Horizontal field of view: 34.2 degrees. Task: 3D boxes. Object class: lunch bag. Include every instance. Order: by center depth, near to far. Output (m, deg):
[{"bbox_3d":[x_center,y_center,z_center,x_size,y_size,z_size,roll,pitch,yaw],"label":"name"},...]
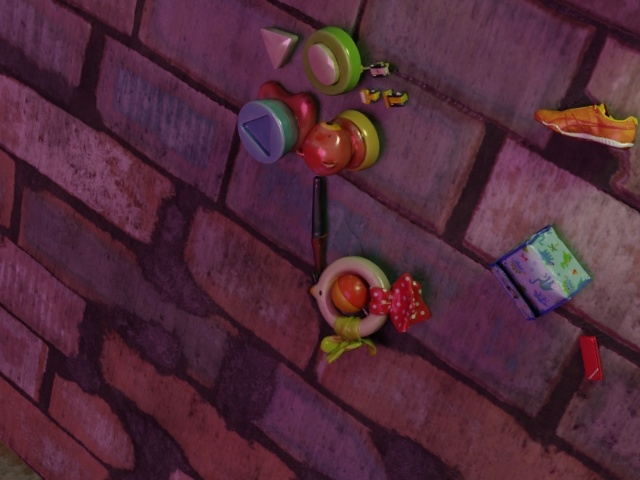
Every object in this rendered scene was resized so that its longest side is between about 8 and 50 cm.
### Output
[{"bbox_3d":[0.376,0.066,1.839,0.128,0.096,0.151,55,146,5],"label":"lunch bag"}]

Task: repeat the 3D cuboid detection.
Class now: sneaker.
[{"bbox_3d":[0.437,-0.196,1.710,0.175,0.064,0.067,17,98,28],"label":"sneaker"}]

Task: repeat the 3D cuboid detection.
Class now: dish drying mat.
[{"bbox_3d":[0.483,0.210,1.859,0.032,0.008,0.083,-2,106,41],"label":"dish drying mat"}]

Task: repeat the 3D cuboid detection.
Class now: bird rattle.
[{"bbox_3d":[0.081,0.127,2.068,0.207,0.143,0.253,53,128,11],"label":"bird rattle"}]

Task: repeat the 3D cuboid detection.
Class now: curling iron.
[{"bbox_3d":[0.000,0.000,2.150,0.068,0.035,0.273,-116,26,-70],"label":"curling iron"}]

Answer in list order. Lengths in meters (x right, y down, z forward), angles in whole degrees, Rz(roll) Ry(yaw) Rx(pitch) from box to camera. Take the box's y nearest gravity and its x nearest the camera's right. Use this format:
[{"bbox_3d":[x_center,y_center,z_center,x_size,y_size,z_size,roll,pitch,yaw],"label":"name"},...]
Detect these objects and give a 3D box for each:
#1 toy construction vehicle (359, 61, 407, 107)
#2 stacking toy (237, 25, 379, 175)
[{"bbox_3d":[0.115,-0.292,1.949,0.098,0.035,0.085,3,120,42],"label":"toy construction vehicle"},{"bbox_3d":[-0.051,-0.264,2.004,0.309,0.130,0.279,15,120,41],"label":"stacking toy"}]
